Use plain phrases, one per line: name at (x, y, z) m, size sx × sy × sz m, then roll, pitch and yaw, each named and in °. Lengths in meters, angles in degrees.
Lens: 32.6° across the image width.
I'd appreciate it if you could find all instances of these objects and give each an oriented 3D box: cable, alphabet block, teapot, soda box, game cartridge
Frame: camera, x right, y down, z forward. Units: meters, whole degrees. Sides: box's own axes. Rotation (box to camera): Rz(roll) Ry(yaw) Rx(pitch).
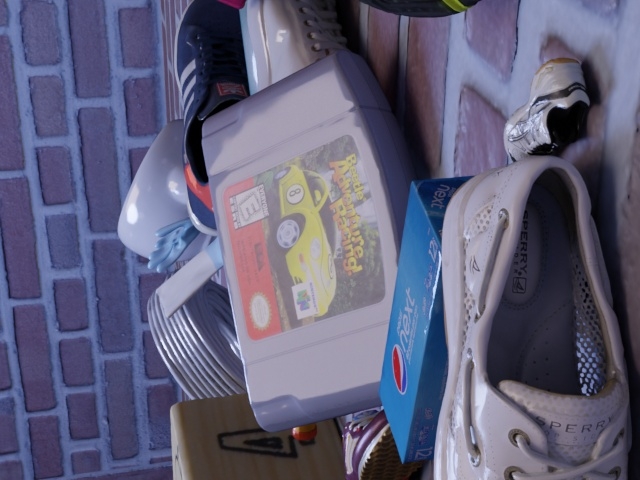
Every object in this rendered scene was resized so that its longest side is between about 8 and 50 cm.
cable at (-0.152, 0.156, 1.585) m, size 0.257 × 0.089 × 0.257 m, roll 47°, pitch -168°, yaw -40°
alphabet block at (-0.069, 0.311, 1.290) m, size 0.197 × 0.193 × 0.192 m, roll -115°, pitch 25°, yaw -57°
teapot at (-0.201, -0.061, 1.777) m, size 0.256 × 0.187 × 0.252 m, roll -67°, pitch 2°, yaw -58°
soda box at (0.089, 0.058, 0.742) m, size 0.071 × 0.067 × 0.210 m, roll -108°, pitch 18°, yaw -46°
game cartridge at (0.000, 0.000, 0.920) m, size 0.196 × 0.060 × 0.294 m, roll -21°, pitch 75°, yaw 35°

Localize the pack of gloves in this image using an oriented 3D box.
pack of gloves at (-0.157, -0.023, 1.513) m, size 0.046 × 0.232 × 0.195 m, roll 45°, pitch -175°, yaw -28°

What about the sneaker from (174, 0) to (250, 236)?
sneaker at (-0.120, -0.188, 1.419) m, size 0.148 × 0.131 × 0.350 m, roll 115°, pitch 149°, yaw -68°

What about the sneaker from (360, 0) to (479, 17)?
sneaker at (0.076, -0.287, 0.583) m, size 0.384 × 0.145 × 0.147 m, roll 96°, pitch -166°, yaw -51°

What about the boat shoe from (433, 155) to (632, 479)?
boat shoe at (0.115, 0.091, 0.571) m, size 0.096 × 0.098 × 0.277 m, roll 140°, pitch 124°, yaw -76°

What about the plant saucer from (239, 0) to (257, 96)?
plant saucer at (-0.068, -0.251, 1.246) m, size 0.317 × 0.044 × 0.317 m, roll 173°, pitch 90°, yaw -88°

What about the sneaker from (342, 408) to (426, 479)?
sneaker at (0.050, 0.178, 0.972) m, size 0.185 × 0.070 × 0.084 m, roll 101°, pitch 154°, yaw -50°

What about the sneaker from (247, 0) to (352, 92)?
sneaker at (0.003, -0.171, 1.039) m, size 0.123 × 0.106 × 0.290 m, roll -13°, pitch 72°, yaw 43°

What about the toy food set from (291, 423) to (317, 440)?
toy food set at (-0.013, 0.098, 1.120) m, size 0.232 × 0.111 × 0.104 m, roll -127°, pitch 34°, yaw -62°

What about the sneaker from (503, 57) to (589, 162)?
sneaker at (0.125, -0.061, 0.607) m, size 0.083 × 0.032 × 0.037 m, roll 100°, pitch 160°, yaw -53°

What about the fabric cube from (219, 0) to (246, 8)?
fabric cube at (-0.126, -0.383, 0.919) m, size 0.258 × 0.254 × 0.259 m, roll 162°, pitch 126°, yaw -76°
